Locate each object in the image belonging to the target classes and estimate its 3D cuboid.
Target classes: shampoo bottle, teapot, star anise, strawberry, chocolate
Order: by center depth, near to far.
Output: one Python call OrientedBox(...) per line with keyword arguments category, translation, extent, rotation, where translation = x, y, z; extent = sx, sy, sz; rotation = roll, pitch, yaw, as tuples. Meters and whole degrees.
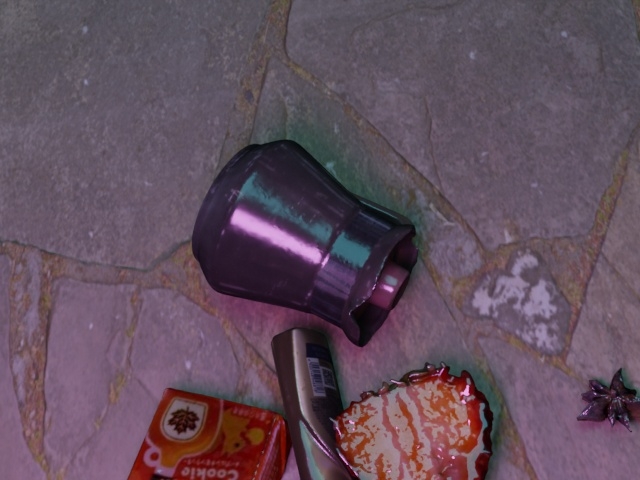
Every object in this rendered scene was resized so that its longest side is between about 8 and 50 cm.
OrientedBox(category="strawberry", translation=(0.175, 0.344, 1.754), extent=(0.253, 0.150, 0.280), rotation=(-37, 72, -16))
OrientedBox(category="chocolate", translation=(-0.185, 0.370, 1.787), extent=(0.238, 0.108, 0.234), rotation=(12, 57, 13))
OrientedBox(category="shampoo bottle", translation=(-0.001, 0.318, 1.802), extent=(0.084, 0.126, 0.350), rotation=(-30, 59, 27))
OrientedBox(category="star anise", translation=(0.483, 0.275, 1.824), extent=(0.129, 0.056, 0.124), rotation=(-21, 42, -14))
OrientedBox(category="teapot", translation=(0.000, 0.000, 1.968), extent=(0.362, 0.305, 0.376), rotation=(29, 31, 14))
